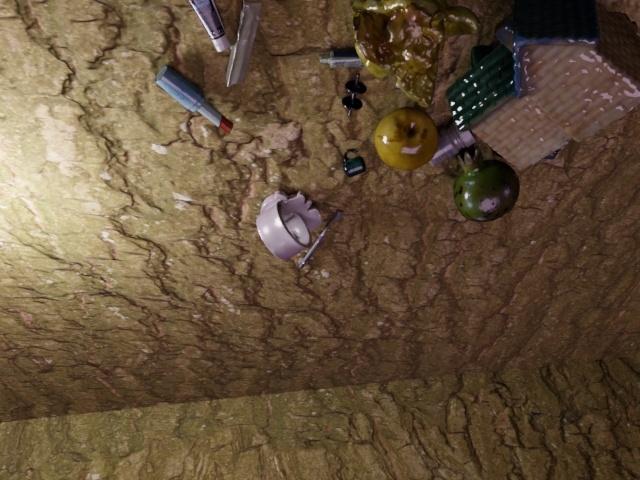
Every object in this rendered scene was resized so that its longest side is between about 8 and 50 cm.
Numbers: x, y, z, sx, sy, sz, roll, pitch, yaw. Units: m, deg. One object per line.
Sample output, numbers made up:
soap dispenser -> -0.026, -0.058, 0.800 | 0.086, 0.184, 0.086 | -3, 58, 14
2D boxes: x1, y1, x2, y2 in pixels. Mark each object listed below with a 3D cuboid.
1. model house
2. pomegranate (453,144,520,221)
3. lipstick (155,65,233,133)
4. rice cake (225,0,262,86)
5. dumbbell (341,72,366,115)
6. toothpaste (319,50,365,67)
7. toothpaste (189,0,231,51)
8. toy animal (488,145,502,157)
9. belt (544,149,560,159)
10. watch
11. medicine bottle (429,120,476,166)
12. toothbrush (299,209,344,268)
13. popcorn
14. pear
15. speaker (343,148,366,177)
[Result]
model house -> 0.607, -0.500, 1.496 | 0.399, 0.395, 0.445 | 29, 143, -17
pomegranate -> 0.568, -0.197, 1.876 | 0.305, 0.243, 0.242 | 28, 126, -30
lipstick -> -0.367, -0.414, 1.574 | 0.068, 0.061, 0.274 | -33, 133, 26
rice cake -> -0.218, -0.548, 1.461 | 0.057, 0.052, 0.256 | -24, 151, -39
dumbbell -> 0.104, -0.451, 1.623 | 0.069, 0.069, 0.147 | 0, 137, -11
toothpaste -> 0.131, -0.535, 1.541 | 0.268, 0.047, 0.069 | -1, 168, -5
toothpaste -> -0.298, -0.605, 1.397 | 0.071, 0.045, 0.194 | -24, 131, 3
toy animal -> 0.634, -0.313, 1.790 | 0.218, 0.180, 0.116 | 36, 128, -16
belt -> 0.809, -0.390, 1.792 | 0.128, 0.122, 0.218 | 1, 144, -15
watch -> -0.102, -0.047, 1.907 | 0.196, 0.231, 0.244 | -33, 130, 20
medicine bottle -> 0.435, -0.337, 1.788 | 0.168, 0.105, 0.105 | -31, 134, 22
toothbrush -> 0.000, 0.000, 2.132 | 0.029, 0.024, 0.354 | 8, 135, -31
popcorn -> 0.248, -0.559, 1.382 | 0.325, 0.290, 0.321 | -15, 148, 11
pear -> 0.278, -0.326, 1.703 | 0.208, 0.209, 0.209 | -6, 138, -5
speaker -> 0.115, -0.270, 1.829 | 0.075, 0.060, 0.094 | -21, 137, 10
